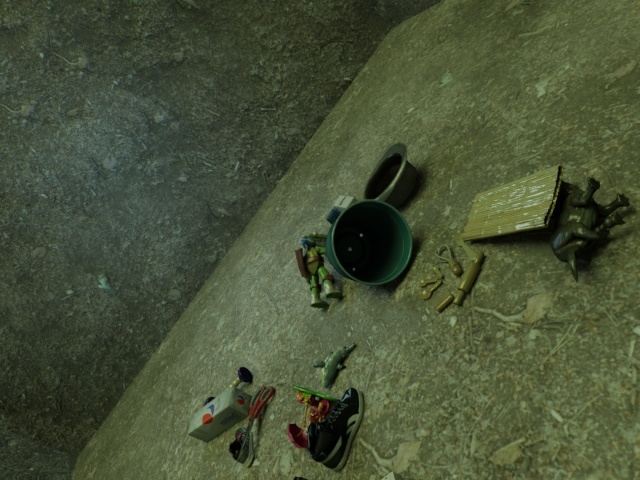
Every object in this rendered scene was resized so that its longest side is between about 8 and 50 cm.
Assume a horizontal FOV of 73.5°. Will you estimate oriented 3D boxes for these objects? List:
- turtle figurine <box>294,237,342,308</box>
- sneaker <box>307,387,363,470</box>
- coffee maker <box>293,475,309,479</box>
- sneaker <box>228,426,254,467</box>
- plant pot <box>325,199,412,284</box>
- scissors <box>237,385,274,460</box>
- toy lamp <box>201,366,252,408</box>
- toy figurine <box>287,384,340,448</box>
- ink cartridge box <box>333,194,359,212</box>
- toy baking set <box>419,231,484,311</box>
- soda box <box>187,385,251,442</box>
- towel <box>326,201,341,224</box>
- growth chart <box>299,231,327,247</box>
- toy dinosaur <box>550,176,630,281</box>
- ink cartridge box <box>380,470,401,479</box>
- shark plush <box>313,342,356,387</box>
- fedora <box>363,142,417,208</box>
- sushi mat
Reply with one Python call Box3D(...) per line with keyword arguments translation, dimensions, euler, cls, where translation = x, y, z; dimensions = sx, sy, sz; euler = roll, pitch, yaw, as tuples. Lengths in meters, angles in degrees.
Box3D(translation=(0.025, 0.126, 1.695), dimensions=(0.197, 0.275, 0.267), euler=(-17, 58, 8), cls="turtle figurine")
Box3D(translation=(0.036, 0.480, 1.140), dimensions=(0.079, 0.121, 0.217), euler=(-23, 37, 48), cls="sneaker")
Box3D(translation=(-0.053, 0.675, 1.032), dimensions=(0.171, 0.120, 0.178), euler=(-20, 39, 53), cls="coffee maker")
Box3D(translation=(-0.279, 0.699, 1.476), dimensions=(0.063, 0.074, 0.170), euler=(-51, 23, 3), cls="sneaker")
Box3D(translation=(0.137, 0.018, 1.470), dimensions=(0.272, 0.271, 0.255), euler=(-58, 8, -13), cls="plant pot")
Box3D(translation=(-0.246, 0.637, 1.510), dimensions=(0.109, 0.021, 0.297), euler=(-26, 23, 37), cls="scissors")
Box3D(translation=(-0.396, 0.639, 1.784), dimensions=(0.274, 0.080, 0.080), euler=(-44, 24, 13), cls="toy lamp")
Box3D(translation=(-0.030, 0.523, 1.245), dimensions=(0.173, 0.130, 0.159), euler=(-4, 64, 47), cls="toy figurine")
Box3D(translation=(0.127, -0.143, 1.881), dimensions=(0.062, 0.104, 0.181), euler=(-54, 22, -5), cls="ink cartridge box")
Box3D(translation=(0.367, 0.080, 1.209), dimensions=(0.256, 0.030, 0.196), euler=(-57, 23, -10), cls="toy baking set")
Box3D(translation=(-0.401, 0.689, 1.691), dimensions=(0.286, 0.098, 0.091), euler=(-40, 26, 27), cls="soda box")
Box3D(translation=(0.079, -0.129, 1.999), dimensions=(0.120, 0.067, 0.029), euler=(-59, 22, -15), cls="towel")
Box3D(translation=(0.000, 0.000, 1.789), dimensions=(0.237, 0.171, 0.021), euler=(156, 122, -68), cls="growth chart")
Box3D(translation=(0.561, -0.029, 0.932), dimensions=(0.160, 0.120, 0.314), euler=(120, 165, -60), cls="toy dinosaur")
Box3D(translation=(0.144, 0.558, 0.945), dimensions=(0.083, 0.028, 0.048), euler=(-46, 24, 16), cls="ink cartridge box")
Box3D(translation=(0.056, 0.391, 1.358), dimensions=(0.161, 0.073, 0.067), euler=(-36, 40, -13), cls="shark plush")
Box3D(translation=(0.289, -0.229, 1.675), dimensions=(0.276, 0.124, 0.243), euler=(-61, 21, 1), cls="fedora")
Box3D(translation=(0.474, -0.084, 1.088), dimensions=(0.152, 0.019, 0.316), euler=(-69, 11, -12), cls="sushi mat")
